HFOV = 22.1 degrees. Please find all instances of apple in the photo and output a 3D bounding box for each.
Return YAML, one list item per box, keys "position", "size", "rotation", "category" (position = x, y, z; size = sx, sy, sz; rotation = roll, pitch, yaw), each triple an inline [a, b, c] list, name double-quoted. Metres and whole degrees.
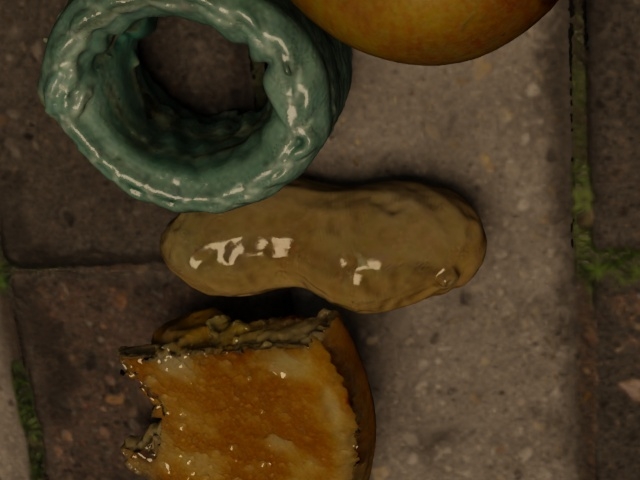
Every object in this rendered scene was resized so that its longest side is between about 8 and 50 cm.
- position: [0.071, -0.244, 1.095]
  size: [0.264, 0.264, 0.264]
  rotation: [4, 117, 7]
  category: "apple"

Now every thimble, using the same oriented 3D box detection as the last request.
- position: [-0.098, -0.127, 1.238]
  size: [0.235, 0.143, 0.198]
  rotation: [10, 118, 6]
  category: "thimble"

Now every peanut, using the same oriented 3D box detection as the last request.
- position: [0.000, 0.000, 1.306]
  size: [0.263, 0.117, 0.101]
  rotation: [5, 109, 10]
  category: "peanut"

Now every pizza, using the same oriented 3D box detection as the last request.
- position: [-0.058, 0.148, 1.386]
  size: [0.223, 0.089, 0.323]
  rotation: [16, 137, 11]
  category: "pizza"
